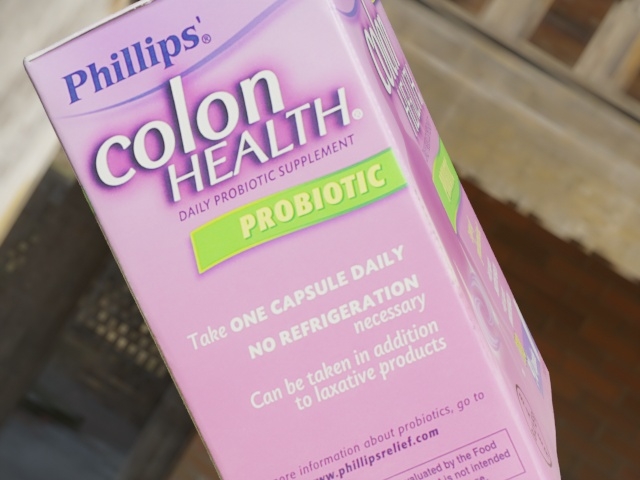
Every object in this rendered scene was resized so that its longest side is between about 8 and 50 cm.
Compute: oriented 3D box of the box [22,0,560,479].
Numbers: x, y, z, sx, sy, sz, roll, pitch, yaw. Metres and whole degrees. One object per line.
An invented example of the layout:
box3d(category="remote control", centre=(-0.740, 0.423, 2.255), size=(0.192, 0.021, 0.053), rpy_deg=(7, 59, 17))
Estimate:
box3d(category="box", centre=(0.000, 0.000, 0.831), size=(0.243, 0.117, 0.213), rpy_deg=(64, 9, -7))
